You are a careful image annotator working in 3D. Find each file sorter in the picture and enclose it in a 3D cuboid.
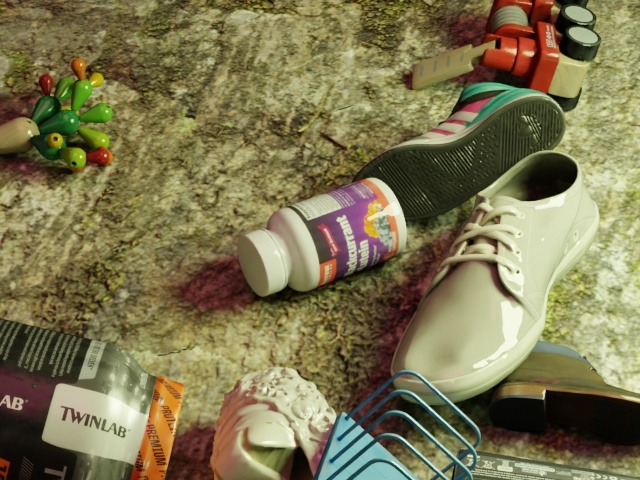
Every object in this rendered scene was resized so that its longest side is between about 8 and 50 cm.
[{"bbox_3d":[0.074,0.217,1.174,0.118,0.104,0.170,43,24,-8],"label":"file sorter"}]

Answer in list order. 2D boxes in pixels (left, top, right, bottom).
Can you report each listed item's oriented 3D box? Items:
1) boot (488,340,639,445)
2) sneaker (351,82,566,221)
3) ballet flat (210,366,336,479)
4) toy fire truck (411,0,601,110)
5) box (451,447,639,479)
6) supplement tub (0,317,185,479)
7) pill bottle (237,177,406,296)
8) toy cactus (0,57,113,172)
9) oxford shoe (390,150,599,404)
[{"bbox_3d":[0.301,0.160,1.409,0.219,0.082,0.106,6,43,9],"label":"boot"},{"bbox_3d":[0.181,-0.127,1.719,0.295,0.124,0.178,-22,11,9],"label":"sneaker"},{"bbox_3d":[-0.029,0.257,1.220,0.147,0.147,0.409,-14,43,-17],"label":"ballet flat"},{"bbox_3d":[0.275,-0.300,1.925,0.246,0.158,0.217,10,40,-5],"label":"toy fire truck"},{"bbox_3d":[0.300,0.330,1.137,0.395,0.097,0.318,8,22,7],"label":"box"},{"bbox_3d":[-0.315,0.181,1.247,0.338,0.207,0.207,13,40,-5],"label":"supplement tub"},{"bbox_3d":[0.000,0.000,1.572,0.193,0.108,0.108,-21,45,-23],"label":"pill bottle"},{"bbox_3d":[-0.381,-0.163,1.777,0.180,0.112,0.219,-16,51,-5],"label":"toy cactus"},{"bbox_3d":[0.202,0.031,1.495,0.169,0.130,0.449,3,34,35],"label":"oxford shoe"}]
